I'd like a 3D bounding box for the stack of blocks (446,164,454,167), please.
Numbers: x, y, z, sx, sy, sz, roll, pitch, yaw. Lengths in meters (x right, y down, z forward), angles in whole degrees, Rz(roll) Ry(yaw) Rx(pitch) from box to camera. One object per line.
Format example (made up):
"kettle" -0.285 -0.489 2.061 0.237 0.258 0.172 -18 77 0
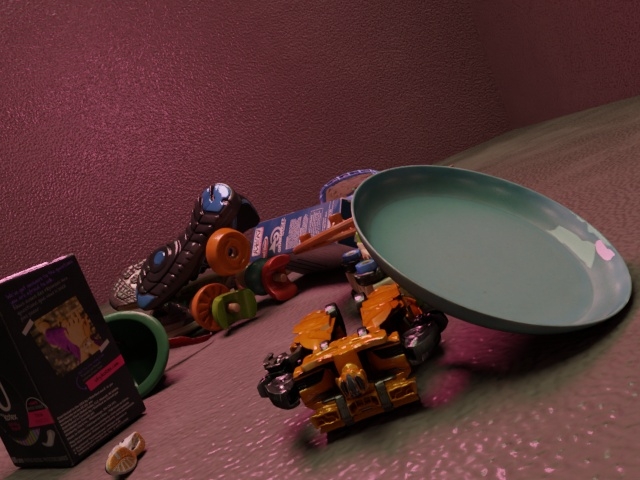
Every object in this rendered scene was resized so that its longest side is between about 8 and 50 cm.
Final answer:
"stack of blocks" 0.305 -0.143 1.876 0.171 0.087 0.297 -16 9 39

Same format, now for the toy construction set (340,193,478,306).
"toy construction set" 0.145 0.024 0.948 0.215 0.151 0.327 -22 -4 -6

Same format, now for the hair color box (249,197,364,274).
"hair color box" 0.000 0.000 1.372 0.174 0.105 0.347 16 -18 -35

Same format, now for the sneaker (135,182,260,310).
"sneaker" -0.272 0.037 1.322 0.341 0.125 0.140 -46 -40 7

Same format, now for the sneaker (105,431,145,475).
"sneaker" -0.244 0.267 0.724 0.037 0.031 0.083 -35 1 8

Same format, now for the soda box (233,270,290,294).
"soda box" -0.152 0.093 1.605 0.061 0.058 0.181 -17 8 32

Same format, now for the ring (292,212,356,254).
"ring" 0.103 -0.052 1.031 0.337 0.032 0.336 -23 -4 -2

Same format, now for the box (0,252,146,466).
"box" -0.410 0.179 0.880 0.165 0.270 0.143 -18 8 35

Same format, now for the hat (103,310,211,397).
"hat" -0.327 0.236 1.099 0.209 0.172 0.183 -7 -26 4

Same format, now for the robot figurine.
"robot figurine" 0.043 0.125 0.683 0.211 0.084 0.291 -21 6 6

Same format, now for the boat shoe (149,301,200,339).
"boat shoe" -0.354 0.186 1.371 0.103 0.092 0.285 -21 6 33

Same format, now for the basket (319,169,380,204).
"basket" 0.086 -0.090 1.671 0.255 0.200 0.289 -16 0 36

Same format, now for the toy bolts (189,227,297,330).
"toy bolts" -0.189 0.074 1.309 0.229 0.218 0.159 -15 9 -43

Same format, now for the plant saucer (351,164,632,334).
"plant saucer" 0.187 0.005 0.684 0.318 0.043 0.317 8 33 -5

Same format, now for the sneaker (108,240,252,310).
"sneaker" -0.335 0.127 1.524 0.411 0.181 0.158 -20 34 -39
